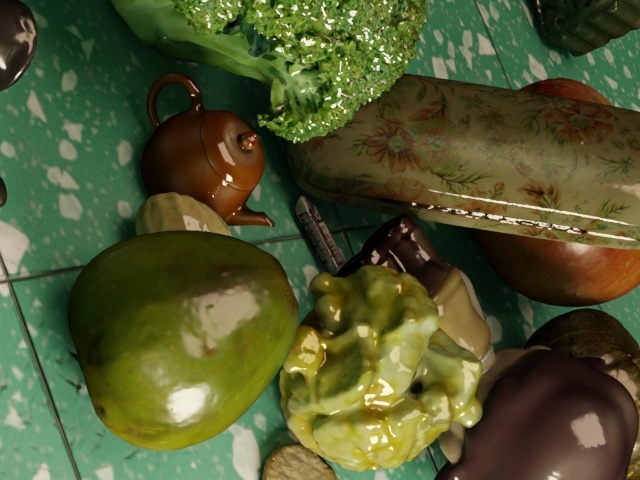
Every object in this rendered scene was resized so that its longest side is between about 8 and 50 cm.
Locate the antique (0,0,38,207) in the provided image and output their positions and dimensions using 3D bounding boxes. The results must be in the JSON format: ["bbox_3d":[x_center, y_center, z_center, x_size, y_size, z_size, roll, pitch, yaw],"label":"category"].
[{"bbox_3d":[-0.355,-0.172,1.291,0.255,0.185,0.322,19,52,-56],"label":"antique"}]

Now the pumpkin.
[{"bbox_3d":[0.325,0.171,1.969,0.219,0.162,0.219,53,11,-15],"label":"pumpkin"}]

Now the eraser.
[{"bbox_3d":[0.000,0.000,1.794,0.099,0.019,0.027,61,23,0],"label":"eraser"}]

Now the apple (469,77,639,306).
[{"bbox_3d":[0.281,-0.050,2.023,0.251,0.206,0.272,11,44,-55],"label":"apple"}]

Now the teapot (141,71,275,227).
[{"bbox_3d":[-0.102,-0.079,1.628,0.173,0.116,0.116,61,33,-3],"label":"teapot"}]

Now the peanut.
[{"bbox_3d":[-0.098,0.035,1.585,0.187,0.082,0.082,57,34,-10],"label":"peanut"}]

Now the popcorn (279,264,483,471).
[{"bbox_3d":[0.042,0.118,1.619,0.185,0.167,0.187,-31,106,-32],"label":"popcorn"}]

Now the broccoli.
[{"bbox_3d":[-0.038,-0.270,1.660,0.321,0.310,0.413,35,22,3],"label":"broccoli"}]

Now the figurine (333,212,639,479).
[{"bbox_3d":[0.151,0.158,1.785,0.365,0.206,0.218,40,36,4],"label":"figurine"}]

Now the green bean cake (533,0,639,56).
[{"bbox_3d":[0.371,-0.367,2.411,0.094,0.173,0.181,10,61,-49],"label":"green bean cake"}]

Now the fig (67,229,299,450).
[{"bbox_3d":[-0.110,0.077,1.461,0.181,0.191,0.181,62,-2,4],"label":"fig"}]

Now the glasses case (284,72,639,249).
[{"bbox_3d":[0.174,-0.086,1.822,0.425,0.098,0.156,9,53,-2],"label":"glasses case"}]

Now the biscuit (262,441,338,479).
[{"bbox_3d":[-0.013,0.243,1.614,0.120,0.015,0.120,32,45,-39],"label":"biscuit"}]
